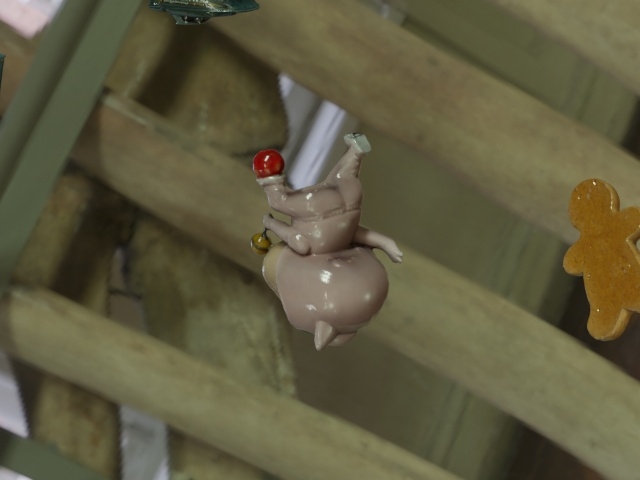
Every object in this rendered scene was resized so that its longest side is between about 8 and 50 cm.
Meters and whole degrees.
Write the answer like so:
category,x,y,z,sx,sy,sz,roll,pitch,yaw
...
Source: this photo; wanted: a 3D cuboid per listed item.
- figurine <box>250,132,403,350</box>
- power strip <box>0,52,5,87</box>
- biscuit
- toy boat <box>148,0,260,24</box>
category,x,y,z,sx,sy,sz,roll,pitch,yaw
figurine,0.000,0.000,1.763,0.186,0.287,0.176,6,24,40
power strip,-0.401,-0.177,1.357,0.032,0.123,0.056,36,122,47
biscuit,0.437,0.016,1.916,0.165,0.036,0.250,-42,48,38
toy boat,-0.144,-0.304,1.618,0.055,0.141,0.060,-62,-25,-56
